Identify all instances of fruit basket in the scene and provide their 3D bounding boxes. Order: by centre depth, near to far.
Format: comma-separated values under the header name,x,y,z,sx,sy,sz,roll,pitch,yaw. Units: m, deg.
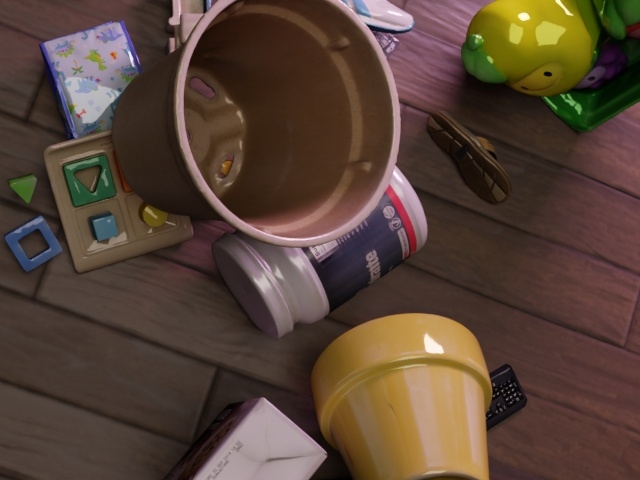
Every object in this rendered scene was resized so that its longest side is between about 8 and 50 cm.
name,x,y,z,sx,sy,sz,roll,pitch,yaw
fruit basket,0.388,-0.303,1.879,0.283,0.392,0.392,44,75,-7

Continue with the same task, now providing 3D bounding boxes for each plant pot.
name,x,y,z,sx,sy,sz,roll,pitch,yaw
plant pot,-0.115,-0.151,1.687,0.333,0.305,0.334,2,87,-34
plant pot,0.128,0.270,1.757,0.254,0.254,0.239,1,46,-15

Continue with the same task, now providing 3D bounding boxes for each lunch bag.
name,x,y,z,sx,sy,sz,roll,pitch,yaw
lunch bag,-0.322,-0.229,1.820,0.128,0.096,0.151,-20,99,-16

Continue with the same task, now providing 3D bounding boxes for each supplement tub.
name,x,y,z,sx,sy,sz,roll,pitch,yaw
supplement tub,0.000,0.000,1.830,0.272,0.191,0.191,-34,93,-16

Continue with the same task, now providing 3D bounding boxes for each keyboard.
name,x,y,z,sx,sy,sz,roll,pitch,yaw
keyboard,0.227,0.256,1.942,0.192,0.038,0.100,-29,92,-17

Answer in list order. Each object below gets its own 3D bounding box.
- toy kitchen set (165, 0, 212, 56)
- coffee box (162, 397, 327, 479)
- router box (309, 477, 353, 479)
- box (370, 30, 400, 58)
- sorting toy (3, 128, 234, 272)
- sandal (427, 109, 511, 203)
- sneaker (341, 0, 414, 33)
name,x,y,z,sx,sy,sz,roll,pitch,yaw
toy kitchen set,-0.157,-0.367,1.843,0.122,0.166,0.207,-1,84,-15
coffee box,-0.113,0.315,1.708,0.119,0.297,0.168,42,76,-4
router box,0.050,0.503,1.842,0.242,0.081,0.309,-1,84,-15
box,0.074,-0.299,1.974,0.067,0.018,0.083,40,75,-8
sorting toy,-0.282,-0.063,1.802,0.347,0.047,0.196,-18,110,-17
sandal,0.241,-0.138,1.983,0.180,0.072,0.049,49,53,-1
sneaker,0.042,-0.382,1.920,0.228,0.087,0.092,24,93,-2
